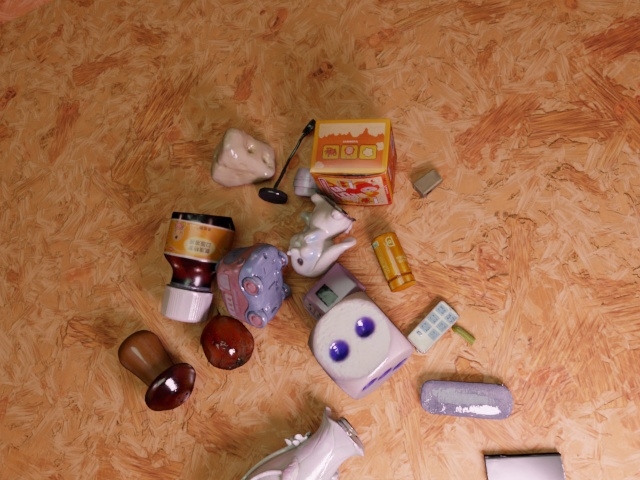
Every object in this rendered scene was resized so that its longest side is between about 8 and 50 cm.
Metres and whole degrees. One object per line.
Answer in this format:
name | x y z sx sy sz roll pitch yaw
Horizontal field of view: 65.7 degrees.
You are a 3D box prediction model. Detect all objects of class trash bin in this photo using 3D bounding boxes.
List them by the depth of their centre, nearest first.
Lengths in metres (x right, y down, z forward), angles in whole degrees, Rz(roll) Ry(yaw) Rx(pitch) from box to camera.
trash bin | 0.385 -0.206 1.782 0.092 0.043 0.061 -39 69 -1

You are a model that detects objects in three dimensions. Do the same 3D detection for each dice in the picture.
dice | 0.128 0.333 1.575 0.251 0.259 0.243 -43 67 0

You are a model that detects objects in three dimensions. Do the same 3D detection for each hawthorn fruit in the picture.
hawthorn fruit | -0.333 0.338 1.737 0.181 0.181 0.235 -32 57 2

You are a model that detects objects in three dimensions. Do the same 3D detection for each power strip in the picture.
power strip | 0.373 0.288 1.646 0.192 0.035 0.081 -45 70 -3

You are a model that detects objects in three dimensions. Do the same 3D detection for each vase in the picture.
vase | -0.064 0.729 1.524 0.445 0.250 0.250 -44 70 -7

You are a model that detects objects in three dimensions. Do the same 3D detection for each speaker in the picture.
speaker | 0.604 0.677 1.474 0.217 0.044 0.082 -8 72 10

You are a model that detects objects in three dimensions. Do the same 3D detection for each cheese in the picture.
cheese | -0.338 -0.319 1.899 0.247 0.251 0.174 -12 70 26

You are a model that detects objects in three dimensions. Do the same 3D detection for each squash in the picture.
squash | 0.468 0.307 1.622 0.083 0.027 0.027 39 86 20

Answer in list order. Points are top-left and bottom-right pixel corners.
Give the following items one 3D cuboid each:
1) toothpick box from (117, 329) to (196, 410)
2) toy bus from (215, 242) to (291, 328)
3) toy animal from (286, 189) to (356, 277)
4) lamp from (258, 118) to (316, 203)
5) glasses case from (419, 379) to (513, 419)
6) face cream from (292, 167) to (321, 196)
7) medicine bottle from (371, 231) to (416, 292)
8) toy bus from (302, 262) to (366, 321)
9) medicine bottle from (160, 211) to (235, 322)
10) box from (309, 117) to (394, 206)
toothpick box | -0.574 0.456 1.743 0.294 0.192 0.192 39 86 25
toy bus | -0.249 0.147 1.709 0.231 0.294 0.197 10 35 24
toy animal | 0.003 -0.017 1.742 0.289 0.174 0.249 -43 34 24
lamp | -0.095 -0.293 1.914 0.108 0.130 0.371 35 70 -4
glasses case | 0.454 0.496 1.550 0.282 0.067 0.109 0 77 11
face cream | -0.044 -0.213 1.841 0.117 0.117 0.104 9 94 16
medicine bottle | 0.250 0.073 1.704 0.096 0.096 0.192 -23 69 6
toy bus | 0.044 0.190 1.693 0.142 0.142 0.202 43 87 20
medicine bottle | -0.448 0.094 1.799 0.242 0.242 0.396 6 88 15
box | 0.124 -0.263 1.731 0.259 0.283 0.214 1 73 14
